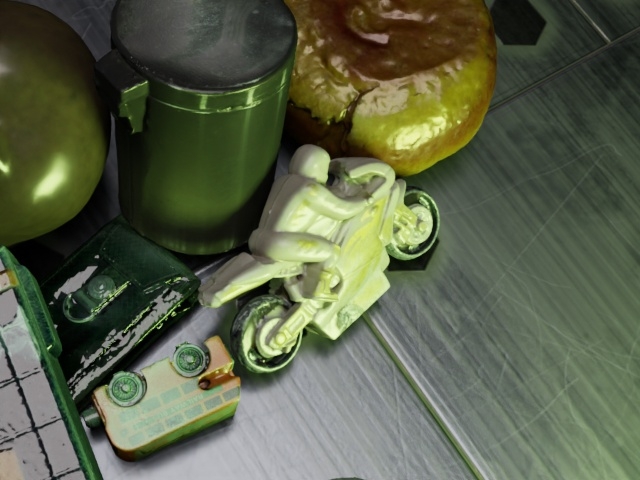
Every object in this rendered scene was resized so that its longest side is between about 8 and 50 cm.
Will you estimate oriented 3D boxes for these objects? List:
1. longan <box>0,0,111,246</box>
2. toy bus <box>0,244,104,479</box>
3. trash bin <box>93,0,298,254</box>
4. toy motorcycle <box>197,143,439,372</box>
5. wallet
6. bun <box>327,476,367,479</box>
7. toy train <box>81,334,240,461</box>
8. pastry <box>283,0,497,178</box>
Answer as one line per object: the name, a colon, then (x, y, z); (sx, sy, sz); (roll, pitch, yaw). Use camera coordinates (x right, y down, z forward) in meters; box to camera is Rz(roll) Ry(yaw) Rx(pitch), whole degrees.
longan: (-0.389, -0.135, 1.275); (0.297, 0.297, 0.297); (3, 65, -7)
toy bus: (-0.362, 0.177, 1.159); (0.194, 0.162, 0.323); (-21, 80, -10)
trash bin: (-0.145, -0.142, 1.276); (0.252, 0.301, 0.203); (-35, 66, -29)
toy motorcycle: (0.000, 0.000, 1.315); (0.341, 0.108, 0.222); (-40, 119, -23)
wallet: (-0.276, 0.087, 1.308); (0.160, 0.055, 0.236); (39, 66, 18)
bun: (0.036, 0.419, 1.115); (0.355, 0.194, 0.354); (3, 63, -6)
toy train: (-0.181, 0.187, 1.264); (0.188, 0.072, 0.099); (-24, 76, -18)
pastry: (0.079, -0.250, 1.461); (0.356, 0.164, 0.355); (1, 67, -2)
